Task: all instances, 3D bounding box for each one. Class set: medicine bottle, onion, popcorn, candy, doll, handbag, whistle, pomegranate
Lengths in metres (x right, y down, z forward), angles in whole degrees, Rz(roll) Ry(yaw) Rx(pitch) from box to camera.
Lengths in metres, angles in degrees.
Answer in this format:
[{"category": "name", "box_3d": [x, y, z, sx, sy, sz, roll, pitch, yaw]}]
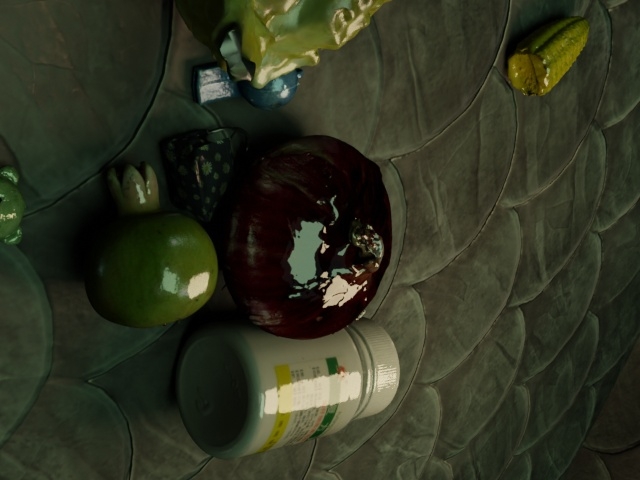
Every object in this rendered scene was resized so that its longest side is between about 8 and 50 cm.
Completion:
[{"category": "medicine bottle", "box_3d": [-0.042, 0.223, 1.370, 0.340, 0.208, 0.208, 0, 114, -45]}, {"category": "onion", "box_3d": [0.000, 0.000, 1.232, 0.314, 0.232, 0.313, -25, 121, -51]}, {"category": "popcorn", "box_3d": [-0.055, -0.319, 0.989, 0.293, 0.237, 0.292, -22, 124, -36]}, {"category": "candy", "box_3d": [0.437, -0.360, 1.579, 0.199, 0.094, 0.106, -42, 137, -28]}, {"category": "doll", "box_3d": [-0.408, -0.030, 0.949, 0.150, 0.077, 0.115, -8, 110, -30]}, {"category": "handbag", "box_3d": [-0.147, -0.109, 1.172, 0.139, 0.072, 0.115, -43, 141, -37]}, {"category": "whistle", "box_3d": [-0.086, -0.214, 1.142, 0.158, 0.090, 0.090, -23, 129, -35]}, {"category": "pomegranate", "box_3d": [-0.219, 0.015, 1.084, 0.179, 0.179, 0.210, -21, 127, -36]}]
